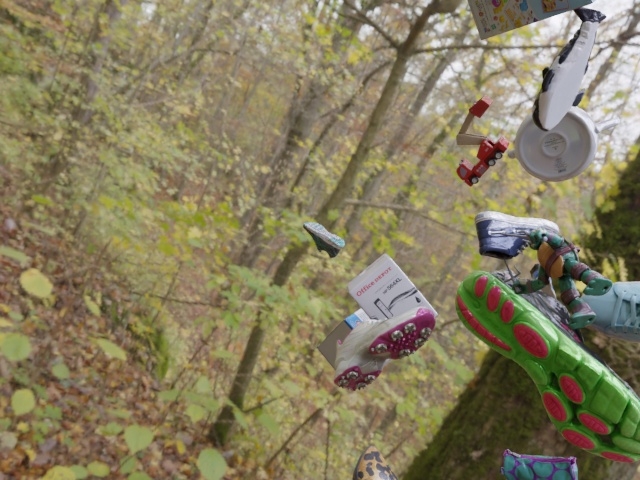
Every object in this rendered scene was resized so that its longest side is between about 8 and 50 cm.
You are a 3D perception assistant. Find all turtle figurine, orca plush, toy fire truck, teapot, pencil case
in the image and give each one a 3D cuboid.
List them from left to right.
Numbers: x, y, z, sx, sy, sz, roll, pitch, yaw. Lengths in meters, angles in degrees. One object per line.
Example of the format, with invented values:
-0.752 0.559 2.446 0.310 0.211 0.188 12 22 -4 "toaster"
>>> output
0.379 -0.238 1.449 0.135 0.192 0.047 41 37 2 "toy fire truck"
0.460 0.480 1.257 0.151 0.070 0.064 -4 17 28 "pencil case"
0.424 0.042 1.098 0.118 0.175 0.234 -21 40 -8 "turtle figurine"
0.568 -0.416 1.441 0.151 0.287 0.102 -8 28 -28 "orca plush"
0.732 -0.307 1.830 0.256 0.252 0.187 31 28 19 "teapot"

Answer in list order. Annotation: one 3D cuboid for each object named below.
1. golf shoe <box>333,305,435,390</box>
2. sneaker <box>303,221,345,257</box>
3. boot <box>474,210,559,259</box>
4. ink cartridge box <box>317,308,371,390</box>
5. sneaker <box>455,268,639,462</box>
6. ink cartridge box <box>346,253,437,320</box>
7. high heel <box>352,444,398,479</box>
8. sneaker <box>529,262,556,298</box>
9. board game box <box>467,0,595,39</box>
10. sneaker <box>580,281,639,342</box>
0.134 0.224 1.387 0.115 0.306 0.140 29 34 -32 "golf shoe"
0.000 0.000 1.988 0.166 0.076 0.065 36 29 26 "sneaker"
0.397 0.001 1.201 0.190 0.086 0.069 7 -21 -15 "boot"
0.149 0.303 1.814 0.171 0.168 0.232 48 38 14 "ink cartridge box"
0.500 0.230 1.232 0.202 0.185 0.483 -21 65 -43 "sneaker"
0.188 0.160 1.595 0.203 0.148 0.086 49 3 -7 "ink cartridge box"
0.174 0.476 1.068 0.261 0.093 0.186 20 52 -26 "high heel"
0.653 0.126 1.752 0.058 0.085 0.152 -12 -43 20 "sneaker"
0.473 -0.560 1.293 0.142 0.144 0.275 -36 21 -30 "board game box"
0.673 0.146 1.158 0.366 0.135 0.150 6 -8 44 "sneaker"
